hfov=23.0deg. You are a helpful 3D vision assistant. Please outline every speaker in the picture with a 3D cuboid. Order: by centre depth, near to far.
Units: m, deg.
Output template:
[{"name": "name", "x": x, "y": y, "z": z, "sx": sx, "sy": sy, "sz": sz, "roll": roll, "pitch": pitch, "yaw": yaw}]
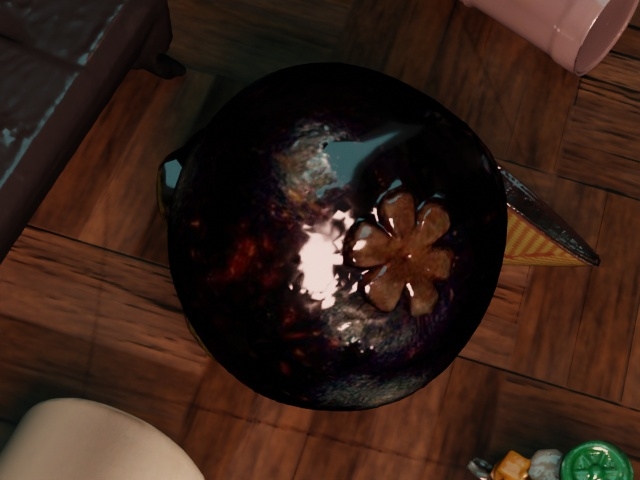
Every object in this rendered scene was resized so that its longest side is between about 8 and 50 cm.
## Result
[{"name": "speaker", "x": -0.245, "y": -0.061, "z": 1.091, "sx": 0.180, "sy": 0.184, "sz": 0.388, "roll": 24, "pitch": 61, "yaw": 12}]

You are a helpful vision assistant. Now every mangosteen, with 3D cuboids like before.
[{"name": "mangosteen", "x": 0.000, "y": 0.000, "z": 1.003, "sx": 0.243, "sy": 0.243, "sz": 0.243, "roll": 5, "pitch": 50, "yaw": -6}]

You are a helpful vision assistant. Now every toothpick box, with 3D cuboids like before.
[{"name": "toothpick box", "x": 0.179, "y": -0.215, "z": 1.302, "sx": 0.149, "sy": 0.098, "sz": 0.098, "roll": 37, "pitch": 54, "yaw": 19}]

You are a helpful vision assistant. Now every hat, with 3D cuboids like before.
[{"name": "hat", "x": 0.102, "y": -0.017, "z": 1.129, "sx": 0.193, "sy": 0.082, "sz": 0.193, "roll": 38, "pitch": 12, "yaw": -9}]

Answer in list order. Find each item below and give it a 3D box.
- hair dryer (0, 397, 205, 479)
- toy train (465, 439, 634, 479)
[{"name": "hair dryer", "x": -0.048, "y": 0.250, "z": 0.873, "sx": 0.362, "sy": 0.128, "sz": 0.203, "roll": 25, "pitch": 49, "yaw": 1}, {"name": "toy train", "x": 0.172, "y": 0.213, "z": 0.950, "sx": 0.228, "sy": 0.091, "sz": 0.136, "roll": 32, "pitch": 63, "yaw": 16}]
